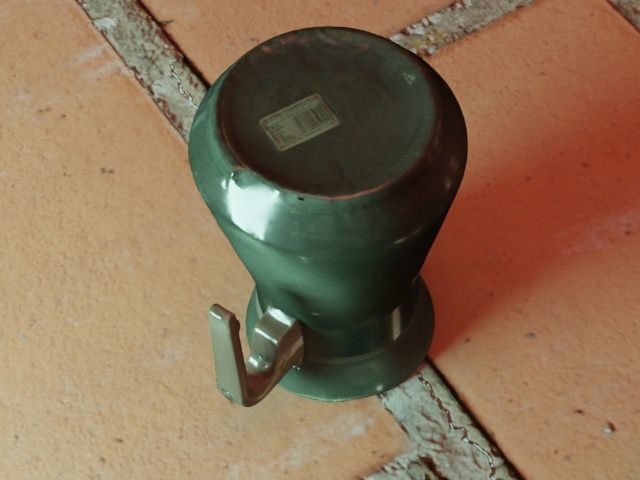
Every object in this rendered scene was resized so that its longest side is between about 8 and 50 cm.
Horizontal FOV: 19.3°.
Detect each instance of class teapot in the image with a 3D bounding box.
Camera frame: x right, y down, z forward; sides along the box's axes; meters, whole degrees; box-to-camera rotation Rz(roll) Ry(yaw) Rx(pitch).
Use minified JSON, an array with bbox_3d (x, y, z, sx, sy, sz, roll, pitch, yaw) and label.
[{"bbox_3d":[0.000,0.000,1.789,0.253,0.344,0.300,31,61,24],"label":"teapot"}]
